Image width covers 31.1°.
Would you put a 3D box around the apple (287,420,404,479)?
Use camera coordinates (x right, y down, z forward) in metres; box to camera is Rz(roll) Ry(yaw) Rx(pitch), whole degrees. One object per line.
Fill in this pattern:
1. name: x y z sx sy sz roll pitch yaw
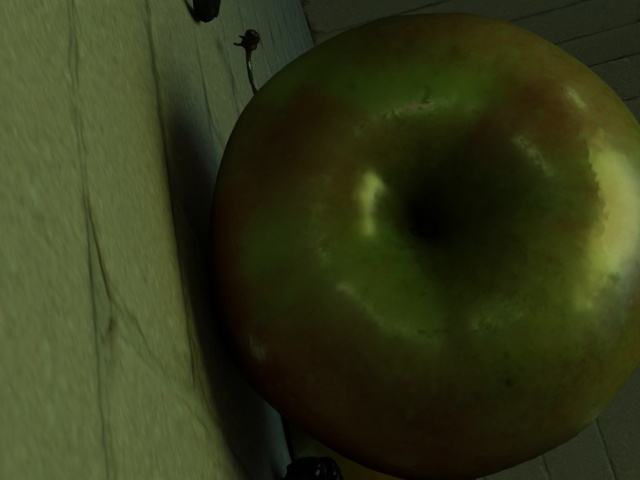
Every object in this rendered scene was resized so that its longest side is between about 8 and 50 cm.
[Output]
1. apple: 0.050 0.168 1.097 0.179 0.254 0.346 35 -5 13

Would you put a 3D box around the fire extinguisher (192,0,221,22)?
1. fire extinguisher: -0.081 -0.322 1.093 0.376 0.113 0.200 -87 162 -76

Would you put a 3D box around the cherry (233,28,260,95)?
1. cherry: -0.039 -0.099 1.125 0.225 0.090 0.107 65 12 -5

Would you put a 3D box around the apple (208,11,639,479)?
1. apple: 0.076 0.008 0.792 0.277 0.319 0.319 73 4 -71

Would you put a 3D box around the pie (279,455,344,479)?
1. pie: 0.008 0.248 0.787 0.218 0.054 0.204 67 9 -74
